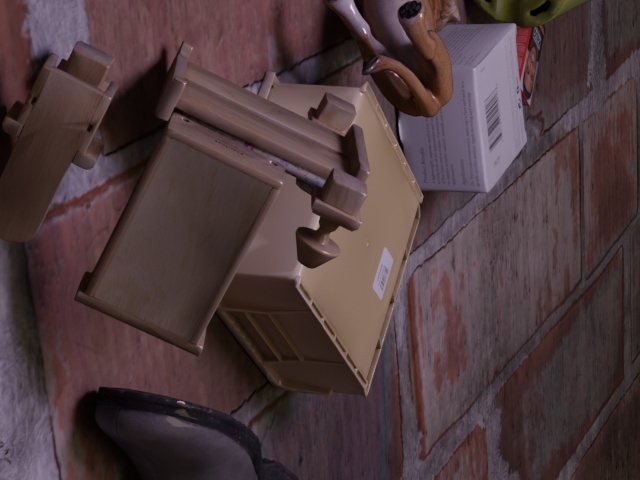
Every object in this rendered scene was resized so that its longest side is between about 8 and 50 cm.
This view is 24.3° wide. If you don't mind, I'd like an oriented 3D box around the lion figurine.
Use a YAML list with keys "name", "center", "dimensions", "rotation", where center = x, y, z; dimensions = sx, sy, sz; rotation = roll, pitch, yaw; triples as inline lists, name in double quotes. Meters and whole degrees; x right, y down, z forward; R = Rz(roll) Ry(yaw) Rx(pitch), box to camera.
- name: "lion figurine"
  center: [0.095, -0.247, 1.698]
  dimensions: [0.240, 0.142, 0.392]
  rotation: [61, 26, -42]

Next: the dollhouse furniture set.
- name: "dollhouse furniture set"
  center: [-0.129, -0.066, 1.357]
  dimensions: [0.174, 0.303, 0.355]
  rotation: [-61, -169, 18]

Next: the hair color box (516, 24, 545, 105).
- name: "hair color box"
  center: [0.314, -0.289, 2.327]
  dimensions: [0.072, 0.043, 0.141]
  rotation: [46, 53, -59]

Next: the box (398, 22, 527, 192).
- name: "box"
  center: [0.190, -0.180, 1.996]
  dimensions: [0.182, 0.119, 0.181]
  rotation: [-48, 136, -53]

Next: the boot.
- name: "boot"
  center: [-0.131, 0.285, 1.412]
  dimensions: [0.338, 0.118, 0.222]
  rotation: [47, 58, -52]

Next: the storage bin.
- name: "storage bin"
  center: [0.000, 0.000, 1.625]
  dimensions: [0.260, 0.123, 0.262]
  rotation: [59, 42, -51]

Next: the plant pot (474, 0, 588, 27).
- name: "plant pot"
  center: [0.336, -0.436, 2.144]
  dimensions: [0.254, 0.276, 0.276]
  rotation: [-40, 130, -41]
